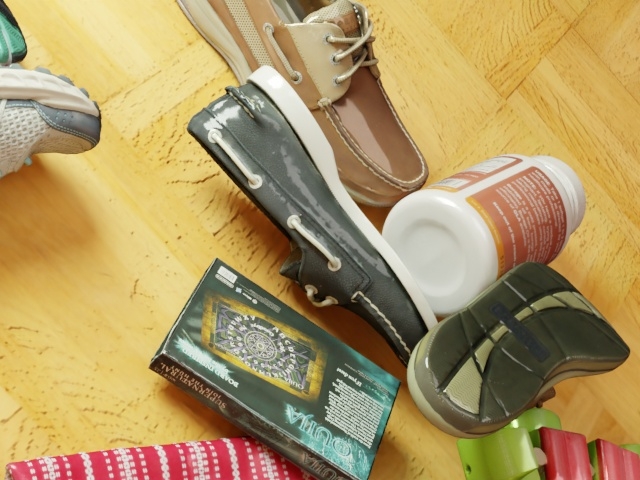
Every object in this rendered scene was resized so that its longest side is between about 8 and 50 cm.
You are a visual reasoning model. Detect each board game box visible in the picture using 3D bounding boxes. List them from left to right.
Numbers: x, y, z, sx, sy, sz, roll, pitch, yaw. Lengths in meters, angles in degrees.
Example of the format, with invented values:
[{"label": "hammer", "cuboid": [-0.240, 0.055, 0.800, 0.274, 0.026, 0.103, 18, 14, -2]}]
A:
[{"label": "board game box", "cuboid": [-0.031, 0.106, 0.946, 0.186, 0.026, 0.126, 35, 37, -6]}]

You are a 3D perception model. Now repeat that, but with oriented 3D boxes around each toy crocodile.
[{"label": "toy crocodile", "cuboid": [0.252, 0.223, 1.080, 0.341, 0.105, 0.115, 21, 50, -30]}]

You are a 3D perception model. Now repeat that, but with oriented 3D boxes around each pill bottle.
[{"label": "pill bottle", "cuboid": [0.165, -0.014, 1.159, 0.216, 0.121, 0.121, -24, 79, -47]}]

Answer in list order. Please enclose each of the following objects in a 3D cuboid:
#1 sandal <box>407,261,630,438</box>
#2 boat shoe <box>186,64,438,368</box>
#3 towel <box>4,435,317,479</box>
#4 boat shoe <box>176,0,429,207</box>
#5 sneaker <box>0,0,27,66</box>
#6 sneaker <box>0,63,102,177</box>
[{"label": "sandal", "cuboid": [0.159, 0.097, 1.028, 0.303, 0.086, 0.120, -15, 60, -48]}, {"label": "boat shoe", "cuboid": [0.000, 0.000, 1.031, 0.091, 0.114, 0.302, -35, 95, -8]}, {"label": "towel", "cuboid": [-0.073, 0.232, 0.844, 0.275, 0.031, 0.198, 2, 60, -41]}, {"label": "boat shoe", "cuboid": [-0.008, -0.171, 1.121, 0.324, 0.116, 0.123, 49, 42, -2]}, {"label": "sneaker", "cuboid": [-0.310, -0.153, 0.882, 0.083, 0.098, 0.224, 67, 19, 8]}, {"label": "sneaker", "cuboid": [-0.277, -0.051, 0.832, 0.283, 0.110, 0.122, -7, 84, -41]}]
